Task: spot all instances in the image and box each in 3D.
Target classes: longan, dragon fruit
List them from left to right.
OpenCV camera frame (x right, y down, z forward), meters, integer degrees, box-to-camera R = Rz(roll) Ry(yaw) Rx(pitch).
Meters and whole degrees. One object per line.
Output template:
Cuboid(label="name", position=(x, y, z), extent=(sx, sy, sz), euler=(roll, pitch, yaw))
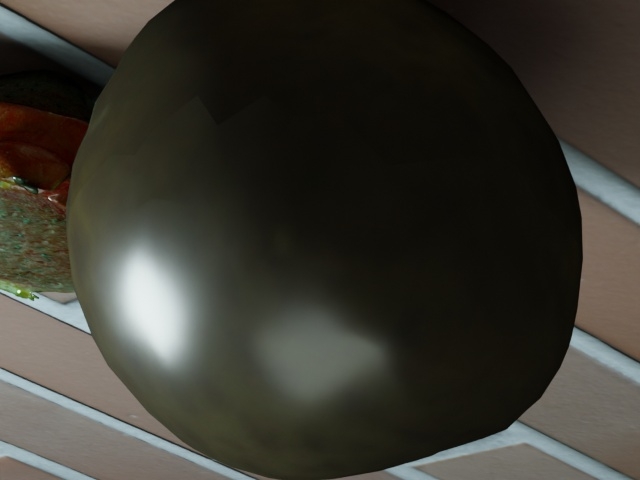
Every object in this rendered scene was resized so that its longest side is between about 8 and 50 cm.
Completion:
Cuboid(label="dragon fruit", position=(-0.230, -0.042, 1.586), extent=(0.268, 0.130, 0.295), euler=(-2, 152, 24))
Cuboid(label="longan", position=(0.000, 0.000, 1.341), extent=(0.404, 0.336, 0.404), euler=(39, 162, 16))
